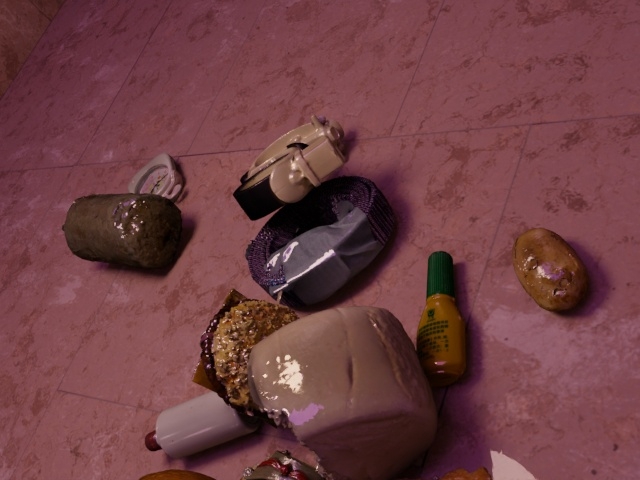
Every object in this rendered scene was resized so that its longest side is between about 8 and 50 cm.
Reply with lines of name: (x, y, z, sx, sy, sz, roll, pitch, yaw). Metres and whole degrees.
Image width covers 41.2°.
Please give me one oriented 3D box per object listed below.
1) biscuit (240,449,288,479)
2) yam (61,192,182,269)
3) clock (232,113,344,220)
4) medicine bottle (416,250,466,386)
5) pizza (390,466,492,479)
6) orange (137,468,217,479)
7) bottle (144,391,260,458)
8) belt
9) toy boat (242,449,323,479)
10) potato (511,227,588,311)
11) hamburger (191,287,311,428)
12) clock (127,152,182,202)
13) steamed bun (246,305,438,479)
biscuit: (-0.113, 0.489, 1.532, 0.144, 0.016, 0.203, -26, 44, 21)
yam: (-0.493, -0.028, 2.147, 0.300, 0.195, 0.195, 4, 60, 41)
clock: (-0.065, -0.162, 1.892, 0.276, 0.120, 0.379, -33, 16, 8)
medicine bottle: (0.213, 0.133, 1.518, 0.095, 0.064, 0.260, -25, 44, 35)
pizza: (0.182, 0.438, 1.284, 0.366, 0.074, 0.182, -16, 50, 31)
orange: (-0.227, 0.540, 1.356, 0.322, 0.322, 0.357, -43, 45, 2)
bottle: (-0.242, 0.363, 1.680, 0.245, 0.104, 0.104, -25, 44, 21)
belt: (0.000, 0.000, 1.772, 0.325, 0.122, 0.260, -31, 35, 13)
toy boat: (-0.049, 0.418, 1.487, 0.185, 0.089, 0.071, 18, 78, 30)
potato: (0.385, 0.048, 1.437, 0.107, 0.080, 0.170, -22, 43, 8)
hamburger: (-0.104, 0.210, 1.598, 0.139, 0.243, 0.261, -29, 37, 46)
clock: (-0.438, -0.142, 2.299, 0.151, 0.062, 0.191, -40, 41, 5)
steamed bun: (0.025, 0.251, 1.394, 0.273, 0.272, 0.290, -46, 48, 18)
